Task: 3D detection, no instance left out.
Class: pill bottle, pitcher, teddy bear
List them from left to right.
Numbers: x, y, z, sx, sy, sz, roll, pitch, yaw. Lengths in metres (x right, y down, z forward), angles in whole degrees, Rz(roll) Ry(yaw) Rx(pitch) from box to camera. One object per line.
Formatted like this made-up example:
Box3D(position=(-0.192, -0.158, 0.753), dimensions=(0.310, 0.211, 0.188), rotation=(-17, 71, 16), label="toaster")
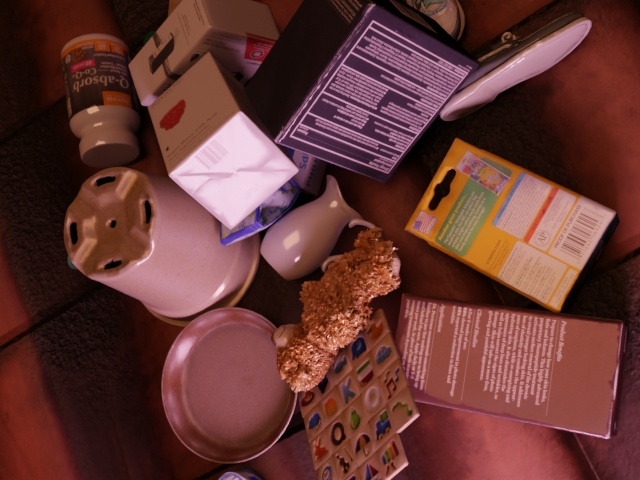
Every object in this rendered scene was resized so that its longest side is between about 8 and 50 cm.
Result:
Box3D(position=(-0.501, -0.319, 1.916), dimensions=(0.162, 0.162, 0.278), rotation=(-20, 71, 20), label="pill bottle")
Box3D(position=(0.000, 0.000, 1.653), dimensions=(0.207, 0.125, 0.178), rotation=(-43, 83, 1), label="pitcher")
Box3D(position=(0.021, 0.117, 1.532), dimensions=(0.338, 0.113, 0.245), rotation=(-45, 30, 23), label="teddy bear")

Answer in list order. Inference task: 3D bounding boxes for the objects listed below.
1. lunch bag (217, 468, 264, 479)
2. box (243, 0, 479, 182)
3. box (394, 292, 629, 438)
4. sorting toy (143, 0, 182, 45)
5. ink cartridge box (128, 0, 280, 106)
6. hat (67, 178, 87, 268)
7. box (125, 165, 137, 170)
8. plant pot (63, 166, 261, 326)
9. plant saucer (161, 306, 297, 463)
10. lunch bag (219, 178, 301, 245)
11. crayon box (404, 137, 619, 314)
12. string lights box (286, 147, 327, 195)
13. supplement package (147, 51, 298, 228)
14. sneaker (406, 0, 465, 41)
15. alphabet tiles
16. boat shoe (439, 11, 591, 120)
Box3D(position=(-0.128, 0.557, 1.597), dimensions=(0.219, 0.090, 0.176), rotation=(32, 94, 27), label="lunch bag")
Box3D(position=(0.071, -0.299, 1.527), dimensions=(0.294, 0.296, 0.183), rotation=(-52, 46, 22), label="box")
Box3D(position=(0.323, 0.212, 1.443), dimensions=(0.381, 0.143, 0.191), rotation=(7, 81, 27), label="box")
Box3D(position=(-0.277, -0.510, 1.919), dimensions=(0.274, 0.046, 0.132), rotation=(-2, 78, 24), label="sorting toy")
Box3D(position=(-0.244, -0.389, 1.749), dimensions=(0.273, 0.197, 0.114), rotation=(-35, 65, 39), label="ink cartridge box")
Box3D(position=(-0.549, -0.055, 1.860), dimensions=(0.183, 0.208, 0.173), rotation=(43, 78, 10), label="hat")
Box3D(position=(-0.418, -0.120, 1.896), dimensions=(0.083, 0.052, 0.062), rotation=(36, 94, 25), label="box")
Box3D(position=(-0.338, -0.003, 1.694), dimensions=(0.334, 0.305, 0.334), rotation=(-5, 77, 24), label="plant pot")
Box3D(position=(-0.179, 0.293, 1.695), dimensions=(0.310, 0.050, 0.310), rotation=(-4, 79, 23), label="plant saucer")
Box3D(position=(-0.130, -0.062, 1.649), dimensions=(0.129, 0.096, 0.151), rotation=(-25, 30, 44), label="lunch bag")
Box3D(position=(0.344, -0.027, 1.514), dimensions=(0.323, 0.083, 0.203), rotation=(30, 92, 26), label="crayon box")
Box3D(position=(-0.115, -0.189, 1.759), dimensions=(0.259, 0.077, 0.133), rotation=(15, 86, 26), label="string lights box")
Box3D(position=(-0.194, -0.197, 1.591), dimensions=(0.177, 0.175, 0.293), rotation=(-41, 36, 9), label="supplement package")
Box3D(position=(0.200, -0.511, 1.661), dimensions=(0.110, 0.122, 0.283), rotation=(-23, 71, 18), label="sneaker")
Box3D(position=(0.059, 0.296, 1.510), dimensions=(0.285, 0.011, 0.342), rotation=(-51, 38, 32), label="alphabet tiles")
Box3D(position=(0.346, -0.346, 1.564), dimensions=(0.319, 0.116, 0.099), rotation=(-31, 69, 22), label="boat shoe")
